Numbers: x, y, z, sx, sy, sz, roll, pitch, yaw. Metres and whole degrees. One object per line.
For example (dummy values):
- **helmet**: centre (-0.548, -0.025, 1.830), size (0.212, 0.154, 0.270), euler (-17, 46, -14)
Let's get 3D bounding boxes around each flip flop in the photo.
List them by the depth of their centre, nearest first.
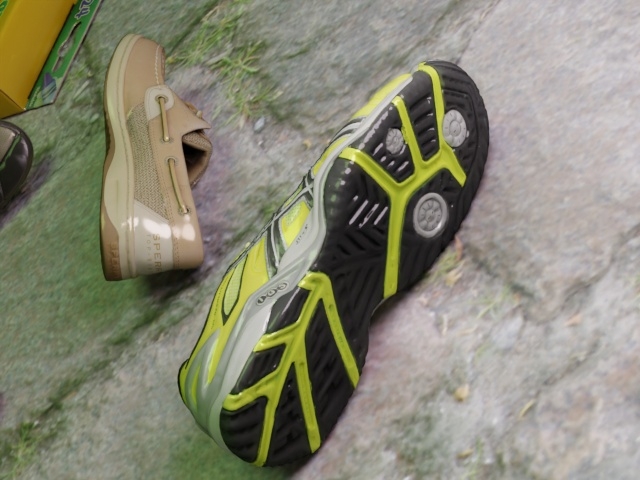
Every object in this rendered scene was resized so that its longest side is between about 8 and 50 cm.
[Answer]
- **flip flop**: centre (-0.446, -0.033, 1.952), size (0.277, 0.112, 0.080), euler (-48, 8, 3)

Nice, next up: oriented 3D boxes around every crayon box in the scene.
- **crayon box**: centre (-0.446, -0.250, 2.175), size (0.323, 0.083, 0.203), euler (-11, 48, 41)

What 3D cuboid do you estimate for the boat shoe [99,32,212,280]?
- **boat shoe**: centre (-0.166, -0.088, 1.702), size (0.110, 0.121, 0.341), euler (-2, 46, -2)

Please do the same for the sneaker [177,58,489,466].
- **sneaker**: centre (0.000, 0.000, 1.389), size (0.147, 0.145, 0.384), euler (17, 67, 53)
